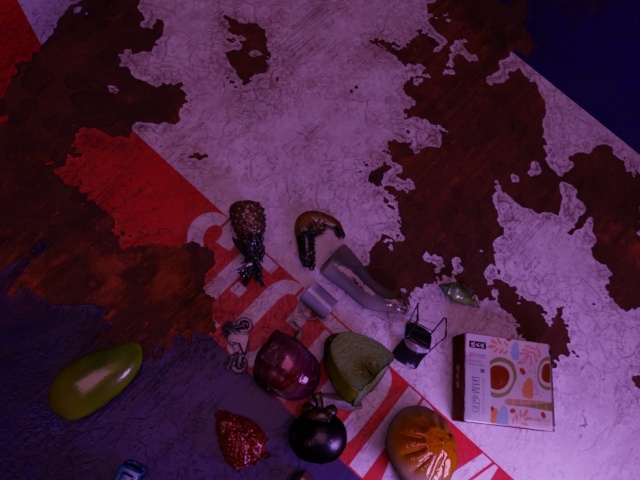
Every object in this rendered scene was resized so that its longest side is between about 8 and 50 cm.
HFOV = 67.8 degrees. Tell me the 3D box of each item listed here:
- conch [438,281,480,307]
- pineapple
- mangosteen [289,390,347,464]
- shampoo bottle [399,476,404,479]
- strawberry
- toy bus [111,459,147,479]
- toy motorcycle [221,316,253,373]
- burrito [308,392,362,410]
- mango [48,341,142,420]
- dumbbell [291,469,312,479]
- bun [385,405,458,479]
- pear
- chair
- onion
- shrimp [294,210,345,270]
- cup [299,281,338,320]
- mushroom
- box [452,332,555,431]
[{"bbox_3d":[0.606,0.229,2.077,0.201,0.079,0.094,20,54,-21],"label":"conch"},{"bbox_3d":[-0.286,0.017,1.942,0.166,0.165,0.364,-4,73,-12],"label":"pineapple"},{"bbox_3d":[-0.007,0.678,1.736,0.212,0.211,0.249,7,71,-8],"label":"mangosteen"},{"bbox_3d":[0.327,0.880,1.802,0.072,0.072,0.213,-19,75,-16],"label":"shampoo bottle"},{"bbox_3d":[-0.287,0.708,1.731,0.175,0.098,0.228,-23,77,-18],"label":"strawberry"},{"bbox_3d":[-0.674,0.849,1.608,0.090,0.106,0.184,24,68,1],"label":"toy bus"},{"bbox_3d":[-0.331,0.401,1.843,0.123,0.080,0.215,7,74,-8],"label":"toy motorcycle"},{"bbox_3d":[0.056,0.618,1.847,0.230,0.063,0.058,15,36,-5],"label":"burrito"},{"bbox_3d":[-0.790,0.482,1.690,0.343,0.156,0.192,-35,89,-23],"label":"mango"},{"bbox_3d":[-0.012,0.934,1.712,0.231,0.092,0.082,45,41,6],"label":"dumbbell"},{"bbox_3d":[0.397,0.757,1.761,0.299,0.165,0.298,15,55,-22],"label":"bun"},{"bbox_3d":[0.111,0.478,1.837,0.293,0.159,0.292,17,41,-15],"label":"pear"},{"bbox_3d":[0.403,0.399,1.968,0.140,0.221,0.145,29,26,1],"label":"chair"},{"bbox_3d":[-0.111,0.476,1.773,0.231,0.256,0.272,29,90,17],"label":"onion"},{"bbox_3d":[0.000,0.000,2.052,0.223,0.054,0.290,3,63,-9],"label":"shrimp"},{"bbox_3d":[-0.016,0.255,1.954,0.133,0.136,0.099,41,35,4],"label":"cup"},{"bbox_3d":[0.194,0.188,1.991,0.397,0.126,0.177,42,61,9],"label":"mushroom"},{"bbox_3d":[0.744,0.580,1.953,0.386,0.122,0.344,9,70,-7],"label":"box"}]
